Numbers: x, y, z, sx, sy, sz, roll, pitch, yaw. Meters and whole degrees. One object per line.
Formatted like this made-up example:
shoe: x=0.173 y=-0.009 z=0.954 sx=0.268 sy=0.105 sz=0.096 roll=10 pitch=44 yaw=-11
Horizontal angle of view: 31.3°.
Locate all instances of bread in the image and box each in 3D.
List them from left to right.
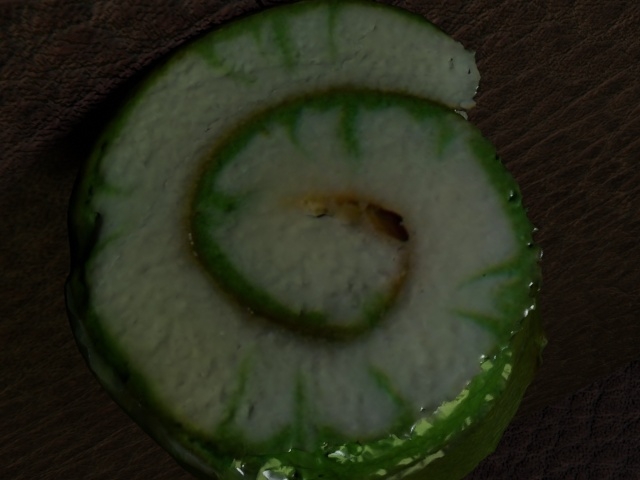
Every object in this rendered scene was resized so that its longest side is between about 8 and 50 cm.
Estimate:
bread: x=0.000 y=0.000 z=0.841 sx=0.382 sy=0.366 sz=0.129 roll=-56 pitch=156 yaw=-14
